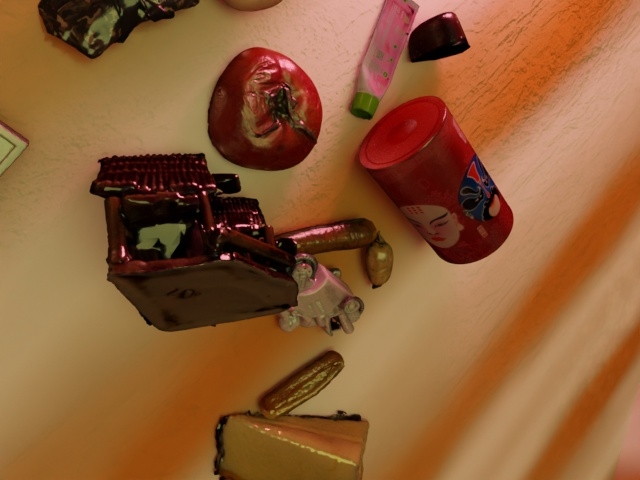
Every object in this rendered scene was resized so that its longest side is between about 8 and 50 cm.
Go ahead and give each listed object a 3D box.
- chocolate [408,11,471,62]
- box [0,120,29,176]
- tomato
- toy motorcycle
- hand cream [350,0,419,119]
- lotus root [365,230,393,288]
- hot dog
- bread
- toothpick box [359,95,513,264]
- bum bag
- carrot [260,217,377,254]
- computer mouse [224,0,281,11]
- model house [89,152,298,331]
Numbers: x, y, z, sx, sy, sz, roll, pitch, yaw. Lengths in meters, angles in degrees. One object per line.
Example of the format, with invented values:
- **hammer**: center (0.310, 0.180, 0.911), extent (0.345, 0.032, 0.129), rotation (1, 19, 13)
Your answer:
- **chocolate**: center (0.251, -0.436, 0.979), extent (0.149, 0.125, 0.080), rotation (-36, 116, -61)
- **box**: center (-0.538, -0.109, 0.557), extent (0.225, 0.117, 0.225), rotation (43, 80, -33)
- **tomato**: center (-0.086, -0.230, 0.819), extent (0.228, 0.101, 0.227), rotation (-7, 103, -31)
- **toy motorcycle**: center (-0.021, 0.130, 0.958), extent (0.171, 0.110, 0.260), rotation (-39, 132, 8)
- **hand cream**: center (0.130, -0.388, 0.948), extent (0.079, 0.050, 0.275), rotation (27, 82, -59)
- **lotus root**: center (0.135, 0.044, 1.045), extent (0.072, 0.063, 0.151), rotation (-38, 132, -46)
- **hot dog**: center (-0.037, 0.326, 1.023), extent (0.216, 0.066, 0.047), rotation (-32, 160, -22)
- **bread**: center (-0.060, 0.563, 1.089), extent (0.405, 0.242, 0.345), rotation (17, 98, -1)
- **toothpick box**: center (0.259, -0.121, 0.999), extent (0.333, 0.204, 0.204), rotation (43, 79, -32)
- **bum bag**: center (-0.285, -0.358, 0.676), extent (0.248, 0.069, 0.102), rotation (-40, 84, -16)
- **carrot**: center (0.000, 0.000, 0.948), extent (0.260, 0.070, 0.070), rotation (-11, 108, -29)
- **computer mouse**: center (-0.124, -0.495, 0.726), extent (0.145, 0.082, 0.236), rotation (-20, 117, -14)
- **model house**: center (-0.184, -0.037, 0.727), extent (0.317, 0.297, 0.282), rotation (-7, 62, -25)
